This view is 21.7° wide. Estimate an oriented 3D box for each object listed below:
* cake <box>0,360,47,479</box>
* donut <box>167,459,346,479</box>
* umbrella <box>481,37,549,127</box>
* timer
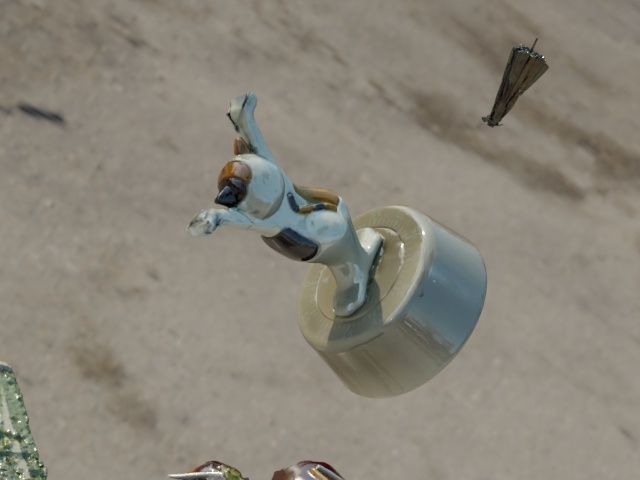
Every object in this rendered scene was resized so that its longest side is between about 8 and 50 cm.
[{"bbox_3d":[-0.196,0.134,0.999,0.051,0.055,0.140,1,35,-25],"label":"cake"},{"bbox_3d":[-0.066,0.260,1.305,0.230,0.216,0.096,15,-31,46],"label":"donut"},{"bbox_3d":[0.150,-0.121,1.292,0.031,0.083,0.020,23,24,-10],"label":"umbrella"},{"bbox_3d":[0.000,0.000,1.450,0.266,0.175,0.175,40,16,-34],"label":"timer"}]
